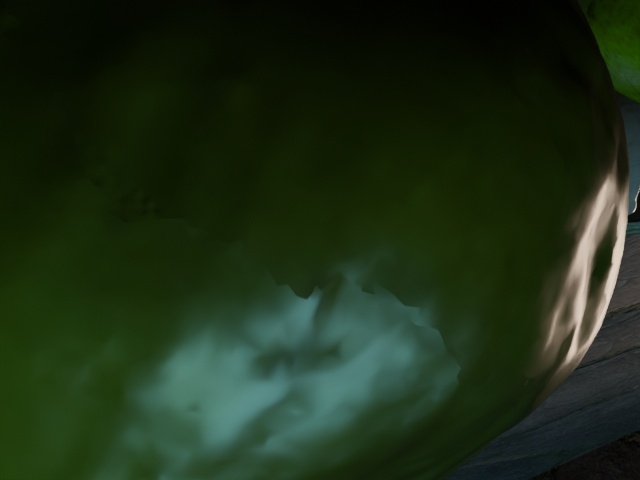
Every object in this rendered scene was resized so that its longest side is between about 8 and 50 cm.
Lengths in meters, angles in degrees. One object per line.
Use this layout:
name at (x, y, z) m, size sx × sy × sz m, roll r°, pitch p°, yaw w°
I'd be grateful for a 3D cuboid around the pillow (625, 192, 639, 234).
pillow at (0.187, -0.028, 1.047) m, size 0.233 × 0.038 × 0.131 m, roll -3°, pitch -163°, yaw 30°

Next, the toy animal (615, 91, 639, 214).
toy animal at (0.245, -0.085, 0.955) m, size 0.212 × 0.124 × 0.124 m, roll -17°, pitch 163°, yaw -21°

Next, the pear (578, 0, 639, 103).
pear at (0.206, -0.136, 0.700) m, size 0.187 × 0.187 × 0.220 m, roll -7°, pitch 180°, yaw -31°

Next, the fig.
fig at (-0.074, -0.020, 0.491) m, size 0.343 × 0.343 × 0.343 m, roll -17°, pitch 162°, yaw -6°
